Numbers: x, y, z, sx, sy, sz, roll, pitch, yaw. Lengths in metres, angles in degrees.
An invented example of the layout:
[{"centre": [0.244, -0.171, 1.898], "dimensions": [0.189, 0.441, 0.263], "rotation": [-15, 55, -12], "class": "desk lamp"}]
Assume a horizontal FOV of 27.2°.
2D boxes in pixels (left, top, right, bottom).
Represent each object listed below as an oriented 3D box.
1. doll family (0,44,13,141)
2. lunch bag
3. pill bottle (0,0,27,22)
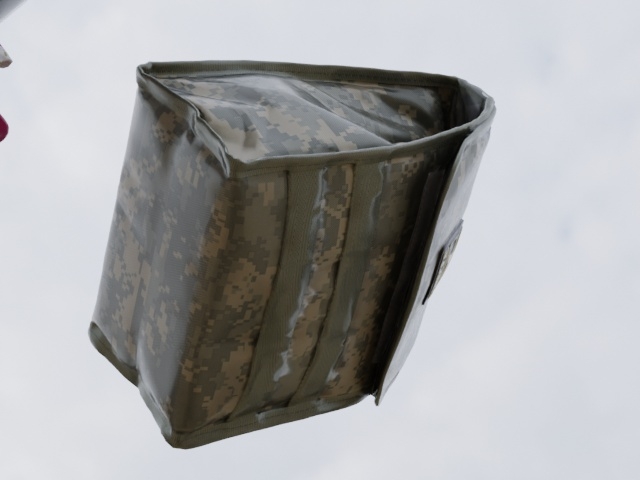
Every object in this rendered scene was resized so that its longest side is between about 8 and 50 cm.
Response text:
[{"centre": [-0.257, -0.086, 0.566], "dimensions": [0.263, 0.163, 0.118], "rotation": [-27, -31, 12], "class": "doll family"}, {"centre": [0.000, 0.000, 0.974], "dimensions": [0.287, 0.169, 0.235], "rotation": [-8, -53, -37], "class": "lunch bag"}, {"centre": [-0.257, -0.221, 0.810], "dimensions": [0.210, 0.363, 0.210], "rotation": [40, -16, 14], "class": "pill bottle"}]
